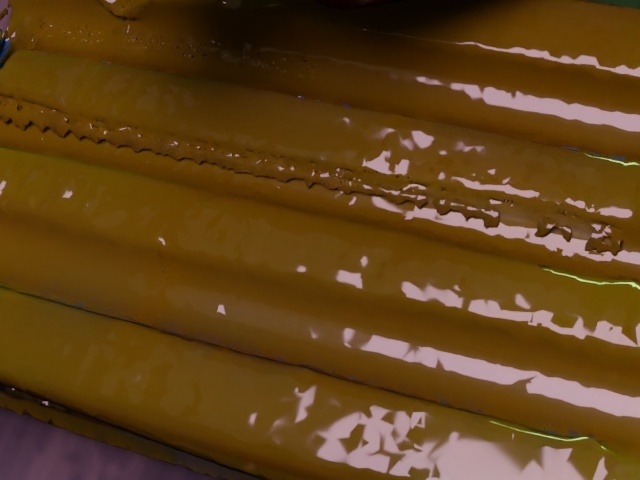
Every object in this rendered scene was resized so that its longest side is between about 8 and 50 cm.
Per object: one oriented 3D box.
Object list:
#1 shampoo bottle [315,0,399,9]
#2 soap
[{"bbox_3d":[0.064,-0.149,0.471,0.314,0.076,0.118,-14,74,-23],"label":"shampoo bottle"},{"bbox_3d":[-0.001,0.000,0.496,0.324,0.096,0.204,14,70,22],"label":"soap"}]
